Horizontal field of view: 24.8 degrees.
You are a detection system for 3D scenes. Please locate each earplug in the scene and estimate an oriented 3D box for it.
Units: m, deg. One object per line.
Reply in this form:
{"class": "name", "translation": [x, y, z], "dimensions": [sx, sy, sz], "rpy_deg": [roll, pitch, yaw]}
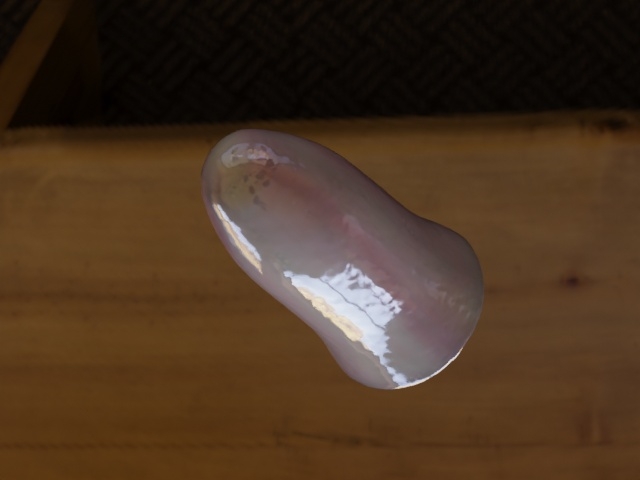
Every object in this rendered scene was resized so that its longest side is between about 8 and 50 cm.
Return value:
{"class": "earplug", "translation": [0.000, 0.000, 1.285], "dimensions": [0.172, 0.172, 0.301], "rpy_deg": [-31, 140, 19]}
